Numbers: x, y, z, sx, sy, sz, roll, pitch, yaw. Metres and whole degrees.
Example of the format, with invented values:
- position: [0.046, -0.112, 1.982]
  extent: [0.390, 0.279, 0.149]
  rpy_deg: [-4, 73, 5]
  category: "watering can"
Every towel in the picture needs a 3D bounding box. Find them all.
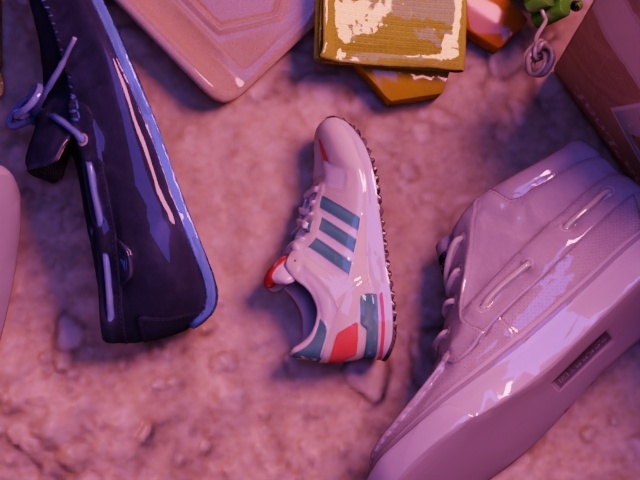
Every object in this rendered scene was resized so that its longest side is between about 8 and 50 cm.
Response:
- position: [0.049, -0.229, 1.213]
  extent: [0.102, 0.021, 0.237]
  rpy_deg: [3, 83, -6]
  category: "towel"

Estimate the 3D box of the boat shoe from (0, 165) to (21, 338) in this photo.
- position: [-0.305, 0.104, 1.097]
  extent: [0.156, 0.136, 0.367]
  rpy_deg: [14, 71, 15]
  category: "boat shoe"

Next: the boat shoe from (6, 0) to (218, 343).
- position: [-0.144, -0.061, 1.155]
  extent: [0.089, 0.109, 0.258]
  rpy_deg: [-21, 77, -5]
  category: "boat shoe"

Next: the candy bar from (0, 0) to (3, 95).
- position: [-0.225, -0.172, 1.219]
  extent: [0.040, 0.018, 0.161]
  rpy_deg: [0, 78, -4]
  category: "candy bar"

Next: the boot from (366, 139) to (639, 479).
- position: [0.107, 0.052, 1.166]
  extent: [0.258, 0.095, 0.123]
  rpy_deg: [-40, 58, -3]
  category: "boot"

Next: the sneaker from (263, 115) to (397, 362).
- position: [0.000, 0.000, 1.174]
  extent: [0.075, 0.057, 0.161]
  rpy_deg: [-7, 80, -11]
  category: "sneaker"

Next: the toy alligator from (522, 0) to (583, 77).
- position: [0.153, -0.172, 1.216]
  extent: [0.051, 0.056, 0.190]
  rpy_deg: [31, 48, -38]
  category: "toy alligator"

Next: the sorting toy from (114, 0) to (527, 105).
- position: [-0.025, -0.201, 1.233]
  extent: [0.229, 0.041, 0.307]
  rpy_deg: [-44, 90, -11]
  category: "sorting toy"

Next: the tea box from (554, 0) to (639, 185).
- position: [0.376, -0.083, 1.137]
  extent: [0.323, 0.220, 0.329]
  rpy_deg: [-32, 81, -9]
  category: "tea box"
